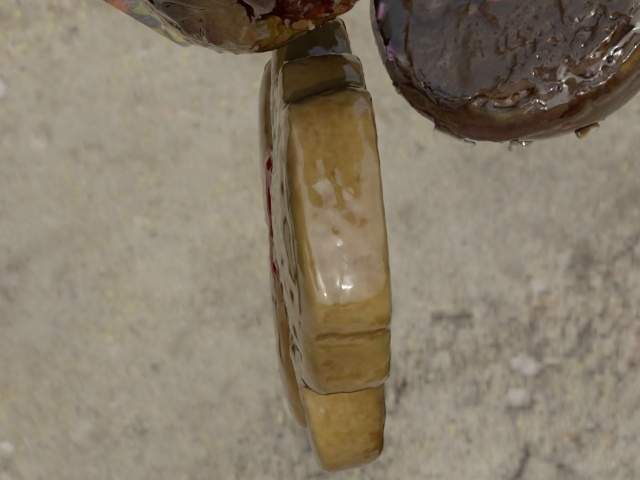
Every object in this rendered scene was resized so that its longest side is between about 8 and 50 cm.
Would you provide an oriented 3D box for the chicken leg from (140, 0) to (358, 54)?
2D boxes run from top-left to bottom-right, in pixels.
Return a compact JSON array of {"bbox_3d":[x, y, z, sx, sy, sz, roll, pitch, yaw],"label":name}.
[{"bbox_3d":[-0.054,-0.146,0.594,0.083,0.322,0.177,-35,81,-8],"label":"chicken leg"}]

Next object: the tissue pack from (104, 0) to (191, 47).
[{"bbox_3d":[-0.113,-0.216,1.324,0.108,0.148,0.060,-28,64,21],"label":"tissue pack"}]

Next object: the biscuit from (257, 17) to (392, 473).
[{"bbox_3d":[-0.002,-0.009,0.725,0.047,0.183,0.320,-2,20,-2],"label":"biscuit"}]

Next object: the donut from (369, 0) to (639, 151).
[{"bbox_3d":[0.152,-0.190,1.197,0.270,0.103,0.269,-13,67,33],"label":"donut"}]
